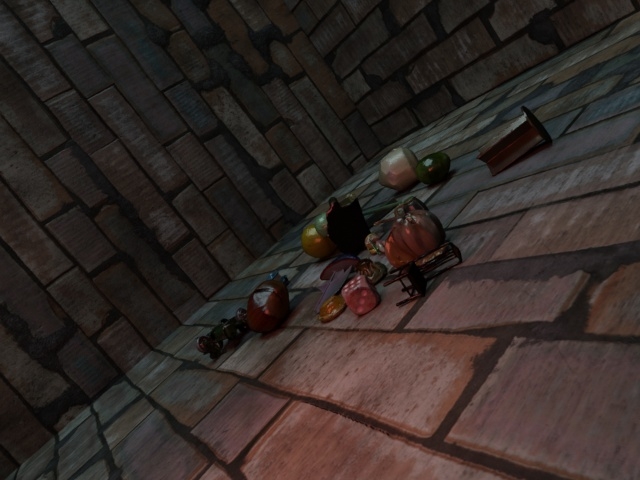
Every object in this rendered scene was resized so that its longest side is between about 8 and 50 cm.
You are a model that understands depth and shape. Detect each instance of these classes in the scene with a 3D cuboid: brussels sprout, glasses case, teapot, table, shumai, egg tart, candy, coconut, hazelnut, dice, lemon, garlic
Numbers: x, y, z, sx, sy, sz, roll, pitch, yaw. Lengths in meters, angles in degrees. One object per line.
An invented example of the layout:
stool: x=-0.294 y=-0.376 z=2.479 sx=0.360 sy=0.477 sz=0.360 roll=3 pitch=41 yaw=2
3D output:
brussels sprout: x=0.520 y=-0.334 z=2.194 sx=0.181 sy=0.143 sz=0.162 roll=119 pitch=174 yaw=-58
glasses case: x=0.290 y=-0.135 z=2.330 sx=0.205 sy=0.047 sz=0.071 roll=-40 pitch=7 yaw=-11
teapot: x=0.370 y=-0.128 z=1.938 sx=0.124 sy=0.091 sz=0.092 roll=-39 pitch=10 yaw=-14
table: x=0.700 y=-0.355 z=1.736 sx=0.226 sy=0.167 sz=0.167 roll=-41 pitch=7 yaw=34
shumai: x=0.168 y=0.099 z=1.640 sx=0.099 sy=0.087 sz=0.124 roll=-35 pitch=10 yaw=19
egg tart: x=0.036 y=0.228 z=1.623 sx=0.128 sy=0.049 sz=0.129 roll=-36 pitch=9 yaw=7
candy: x=0.184 y=-0.123 z=2.242 sx=0.439 sy=0.119 sz=0.119 roll=-17 pitch=9 yaw=-7
coconut: x=0.413 y=-0.371 z=2.501 sx=0.234 sy=0.224 sz=0.224 roll=-21 pitch=15 yaw=16
hazelnut: x=-0.221 y=0.272 z=1.912 sx=0.180 sy=0.181 sz=0.212 roll=-8 pitch=35 yaw=28
dice: x=0.126 y=0.170 z=1.466 sx=0.093 sy=0.091 sz=0.094 roll=-35 pitch=10 yaw=11
lemon: x=0.000 y=0.000 z=2.347 sx=0.203 sy=0.178 sz=0.178 roll=-1 pitch=24 yaw=17
garlic: x=0.285 y=0.001 z=1.450 sx=0.207 sy=0.207 sz=0.256 roll=-31 pitch=-25 yaw=29

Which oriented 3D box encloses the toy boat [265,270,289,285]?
toy boat: x=-0.247 y=0.237 z=2.345 sx=0.109 sy=0.098 sz=0.238 roll=-33 pitch=12 yaw=34

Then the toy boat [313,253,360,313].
toy boat: x=0.066 y=0.148 z=1.828 sx=0.219 sy=0.072 sz=0.318 roll=-37 pitch=14 yaw=19

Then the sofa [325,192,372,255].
sofa: x=0.113 y=-0.073 z=2.094 sx=0.182 sy=0.258 sz=0.200 roll=-22 pitch=13 yaw=5

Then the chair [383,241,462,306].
chair: x=0.290 y=0.091 z=1.312 sx=0.212 sy=0.084 sz=0.101 roll=-30 pitch=10 yaw=29

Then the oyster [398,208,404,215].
oyster: x=0.388 y=-0.141 z=2.073 sx=0.100 sy=0.037 sz=0.098 roll=-37 pitch=11 yaw=2

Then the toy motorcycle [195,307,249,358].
toy motorcycle: x=-0.417 y=0.413 z=2.112 sx=0.205 sy=0.127 sz=0.275 roll=-30 pitch=6 yaw=30

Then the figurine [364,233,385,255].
figurine: x=0.226 y=0.024 z=1.859 sx=0.083 sy=0.083 sz=0.187 roll=-39 pitch=24 yaw=-10
